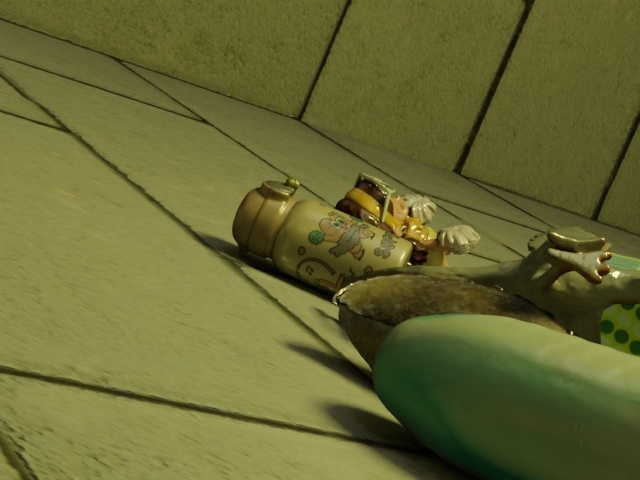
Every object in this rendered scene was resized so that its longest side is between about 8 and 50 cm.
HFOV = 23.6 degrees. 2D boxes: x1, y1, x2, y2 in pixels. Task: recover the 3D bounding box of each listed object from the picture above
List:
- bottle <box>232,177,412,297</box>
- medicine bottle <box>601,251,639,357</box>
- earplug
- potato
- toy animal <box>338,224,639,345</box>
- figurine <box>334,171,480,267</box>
[{"bbox_3d":[0.000,0.000,1.819,0.209,0.110,0.097,24,16,6],"label":"bottle"},{"bbox_3d":[0.434,0.105,1.976,0.250,0.137,0.141,14,15,25],"label":"medicine bottle"},{"bbox_3d":[0.192,0.156,1.317,0.324,0.185,0.185,18,7,22],"label":"earplug"},{"bbox_3d":[0.147,0.113,1.505,0.261,0.100,0.120,18,33,28],"label":"potato"},{"bbox_3d":[0.193,0.037,1.609,0.284,0.225,0.302,8,-19,-12],"label":"toy animal"},{"bbox_3d":[0.119,-0.002,2.092,0.240,0.115,0.175,23,10,-36],"label":"figurine"}]
